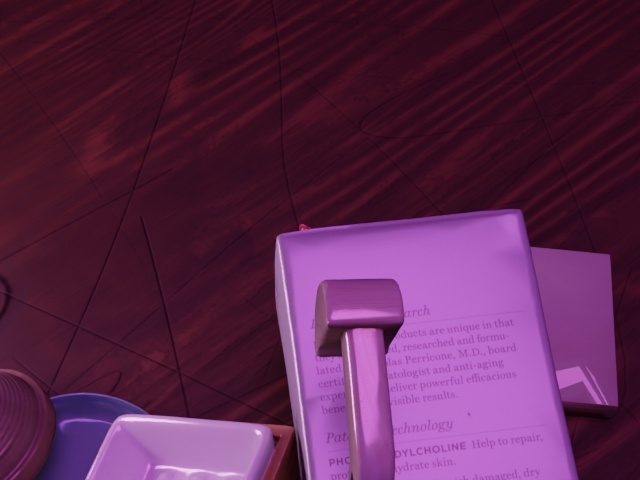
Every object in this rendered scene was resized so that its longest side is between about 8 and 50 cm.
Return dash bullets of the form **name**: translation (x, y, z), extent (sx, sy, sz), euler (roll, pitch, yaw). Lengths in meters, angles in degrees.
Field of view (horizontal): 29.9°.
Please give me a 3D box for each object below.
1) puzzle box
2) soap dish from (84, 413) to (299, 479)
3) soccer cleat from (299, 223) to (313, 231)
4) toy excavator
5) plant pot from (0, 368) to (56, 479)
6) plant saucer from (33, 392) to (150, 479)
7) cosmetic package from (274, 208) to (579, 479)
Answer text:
- **puzzle box**: translation (0.251, 0.126, 1.865), extent (0.408, 0.052, 0.272), euler (6, 58, 1)
- **soap dish**: translation (-0.178, 0.345, 1.556), extent (0.290, 0.118, 0.229), euler (-2, 51, 34)
- **soccer cleat**: translation (0.000, 0.000, 1.949), extent (0.083, 0.029, 0.035), euler (41, 55, 17)
- **toy excavator**: translation (0.052, 0.321, 1.232), extent (0.222, 0.445, 0.433), euler (0, 47, -7)
- **plant pot**: translation (-0.497, 0.261, 1.661), extent (0.237, 0.110, 0.237), euler (-13, 45, 14)
- **plant saucer**: translation (-0.346, 0.367, 1.687), extent (0.317, 0.044, 0.318), euler (2, 58, -3)
- **cosmetic package**: translation (0.124, 0.209, 1.600), extent (0.327, 0.329, 0.394), euler (-7, 69, -4)
